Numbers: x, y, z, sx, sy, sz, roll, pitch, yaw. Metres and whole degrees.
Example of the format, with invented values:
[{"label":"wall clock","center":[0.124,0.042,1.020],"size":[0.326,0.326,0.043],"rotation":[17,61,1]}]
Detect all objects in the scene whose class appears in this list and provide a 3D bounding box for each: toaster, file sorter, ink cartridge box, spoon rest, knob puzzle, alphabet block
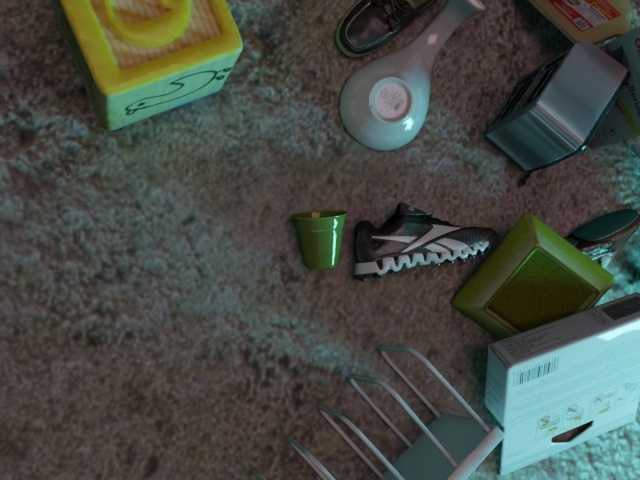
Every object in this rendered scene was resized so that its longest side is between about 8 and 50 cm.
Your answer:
[{"label":"toaster","center":[0.359,-0.197,1.147],"size":[0.110,0.168,0.186],"rotation":[37,76,-7]},{"label":"file sorter","center":[0.068,0.294,1.019],"size":[0.277,0.193,0.173],"rotation":[-42,94,-14]},{"label":"ink cartridge box","center":[0.386,0.225,1.155],"size":[0.275,0.060,0.239],"rotation":[-16,127,-16]},{"label":"spoon rest","center":[0.142,-0.262,1.147],"size":[0.137,0.084,0.276],"rotation":[39,90,-8]},{"label":"ink cartridge box","center":[0.497,-0.244,1.162],"size":[0.093,0.212,0.154],"rotation":[-20,92,-16]},{"label":"knob puzzle","center":[0.431,-0.394,1.227],"size":[0.213,0.030,0.213],"rotation":[6,56,-10]},{"label":"alphabet block","center":[-0.234,-0.280,0.974],"size":[0.192,0.197,0.194],"rotation":[-26,93,-15]}]

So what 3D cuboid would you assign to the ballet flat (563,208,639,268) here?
[{"label":"ballet flat","center":[0.424,0.021,1.202],"size":[0.221,0.077,0.079],"rotation":[-23,110,-11]}]

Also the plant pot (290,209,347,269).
[{"label":"plant pot","center":[0.000,0.000,1.084],"size":[0.083,0.083,0.079],"rotation":[-5,99,-16]}]

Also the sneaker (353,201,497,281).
[{"label":"sneaker","center":[0.156,-0.010,1.118],"size":[0.234,0.078,0.106],"rotation":[-11,89,-10]}]

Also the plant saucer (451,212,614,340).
[{"label":"plant saucer","center":[0.334,0.086,1.141],"size":[0.188,0.045,0.188],"rotation":[35,103,-11]}]

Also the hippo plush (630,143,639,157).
[{"label":"hippo plush","center":[0.611,-0.006,1.146],"size":[0.294,0.234,0.237],"rotation":[25,89,5]}]

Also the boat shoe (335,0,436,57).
[{"label":"boat shoe","center":[0.118,-0.367,1.140],"size":[0.223,0.073,0.080],"rotation":[-38,96,-15]}]
